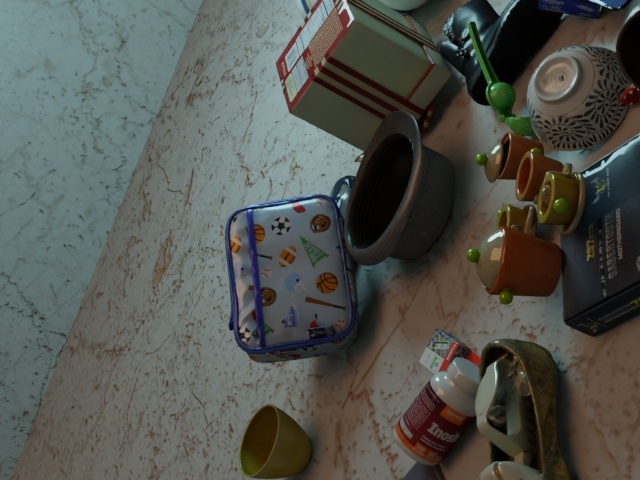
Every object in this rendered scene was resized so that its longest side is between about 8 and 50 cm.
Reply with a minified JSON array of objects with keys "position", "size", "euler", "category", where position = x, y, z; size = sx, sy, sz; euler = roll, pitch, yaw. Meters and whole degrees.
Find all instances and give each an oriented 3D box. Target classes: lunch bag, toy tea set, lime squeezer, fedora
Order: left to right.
[{"position":[-0.058,0.076,1.973],"size":[0.115,0.243,0.303],"euler":[67,-165,-68],"category":"lunch bag"},{"position":[0.150,-0.076,1.885],"size":[0.243,0.124,0.275],"euler":[22,94,66],"category":"fedora"},{"position":[0.268,-0.048,1.552],"size":[0.336,0.124,0.200],"euler":[-96,17,-71],"category":"toy tea set"},{"position":[0.311,-0.236,1.734],"size":[0.310,0.058,0.110],"euler":[48,147,40],"category":"lime squeezer"}]

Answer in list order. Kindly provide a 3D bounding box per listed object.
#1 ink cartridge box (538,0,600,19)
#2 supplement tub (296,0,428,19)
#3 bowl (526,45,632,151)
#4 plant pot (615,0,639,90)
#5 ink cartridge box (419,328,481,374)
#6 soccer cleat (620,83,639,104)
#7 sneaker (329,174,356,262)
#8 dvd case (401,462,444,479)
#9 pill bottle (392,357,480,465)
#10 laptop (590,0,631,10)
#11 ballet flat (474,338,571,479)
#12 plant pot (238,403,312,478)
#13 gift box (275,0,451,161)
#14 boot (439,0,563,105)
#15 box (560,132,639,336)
[{"position":[0.422,-0.462,1.734],"size":[0.046,0.097,0.207],"euler":[58,-132,-69],"category":"ink cartridge box"},{"position":[0.114,-0.562,2.266],"size":[0.316,0.228,0.228],"euler":[-23,48,56],"category":"supplement tub"},{"position":[0.365,-0.225,1.593],"size":[0.170,0.080,0.170],"euler":[-18,60,35],"category":"bowl"},{"position":[0.496,-0.318,1.353],"size":[0.215,0.215,0.230],"euler":[-27,39,53],"category":"plant pot"},{"position":[0.200,0.184,1.669],"size":[0.063,0.029,0.115],"euler":[-63,25,4],"category":"ink cartridge box"},{"position":[0.460,-0.224,1.534],"size":[0.083,0.029,0.036],"euler":[-44,24,32],"category":"soccer cleat"},{"position":[0.000,0.000,2.101],"size":[0.112,0.131,0.319],"euler":[-26,46,56],"category":"sneaker"},{"position":[0.142,0.437,1.573],"size":[0.164,0.018,0.221],"euler":[-55,27,21],"category":"dvd case"},{"position":[0.180,0.249,1.585],"size":[0.152,0.086,0.086],"euler":[-57,27,19],"category":"pill bottle"},{"position":[0.404,-0.590,1.591],"size":[0.382,0.408,0.236],"euler":[-48,-5,6],"category":"laptop"},{"position":[0.252,0.277,1.388],"size":[0.123,0.123,0.349],"euler":[-40,35,42],"category":"ballet flat"},{"position":[-0.072,0.374,1.951],"size":[0.134,0.095,0.134],"euler":[-44,33,39],"category":"plant pot"},{"position":[0.076,-0.313,2.082],"size":[0.276,0.258,0.255],"euler":[-51,28,29],"category":"gift box"},{"position":[0.306,-0.381,1.887],"size":[0.246,0.094,0.207],"euler":[-59,29,28],"category":"boot"},{"position":[0.399,-0.012,1.424],"size":[0.183,0.059,0.233],"euler":[-39,35,47],"category":"box"}]
